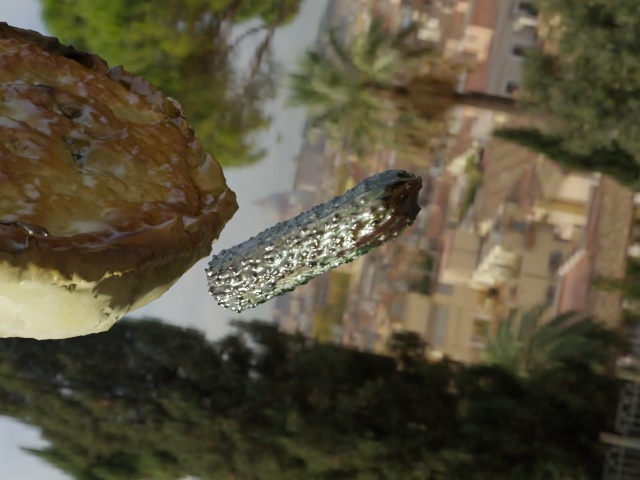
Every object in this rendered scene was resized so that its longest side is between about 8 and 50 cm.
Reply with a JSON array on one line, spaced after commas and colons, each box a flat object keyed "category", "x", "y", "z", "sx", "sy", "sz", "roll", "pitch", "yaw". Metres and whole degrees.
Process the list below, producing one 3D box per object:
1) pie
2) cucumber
[{"category": "pie", "x": -0.199, "y": -0.049, "z": 0.788, "sx": 0.315, "sy": 0.315, "sz": 0.092, "roll": -82, "pitch": 17, "yaw": -64}, {"category": "cucumber", "x": 0.000, "y": 0.000, "z": 1.728, "sx": 0.359, "sy": 0.096, "sz": 0.096, "roll": -24, "pitch": 43, "yaw": 39}]
